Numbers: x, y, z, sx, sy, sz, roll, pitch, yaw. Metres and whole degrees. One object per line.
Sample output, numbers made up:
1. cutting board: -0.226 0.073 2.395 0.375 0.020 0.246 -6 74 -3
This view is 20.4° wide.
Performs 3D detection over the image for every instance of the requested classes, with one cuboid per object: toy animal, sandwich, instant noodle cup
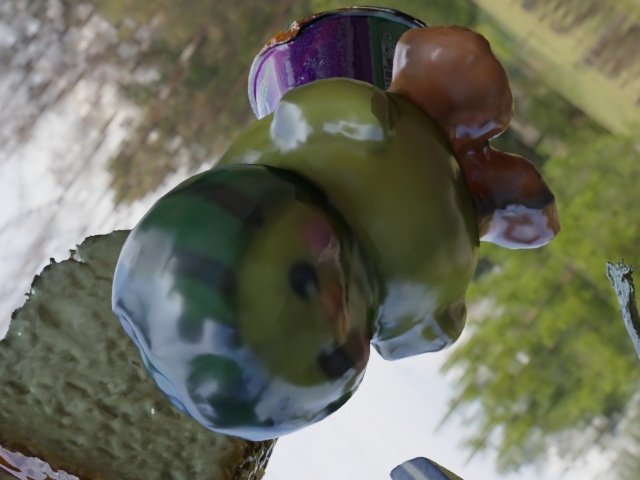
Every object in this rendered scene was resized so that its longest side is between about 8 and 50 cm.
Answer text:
1. toy animal: -0.003 0.001 1.236 0.191 0.338 0.216 5 125 46
2. sandwich: -0.142 0.119 1.567 0.262 0.325 0.131 20 148 14
3. instant noodle cup: 0.043 -0.123 2.095 0.251 0.251 0.190 33 -143 -38

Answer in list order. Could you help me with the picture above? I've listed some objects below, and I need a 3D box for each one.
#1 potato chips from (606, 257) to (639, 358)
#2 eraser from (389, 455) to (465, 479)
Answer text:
1. potato chips: 0.321 0.095 1.755 0.092 0.028 0.207 56 -165 -61
2. eraser: 0.139 0.239 1.381 0.082 0.036 0.225 36 -177 -39
